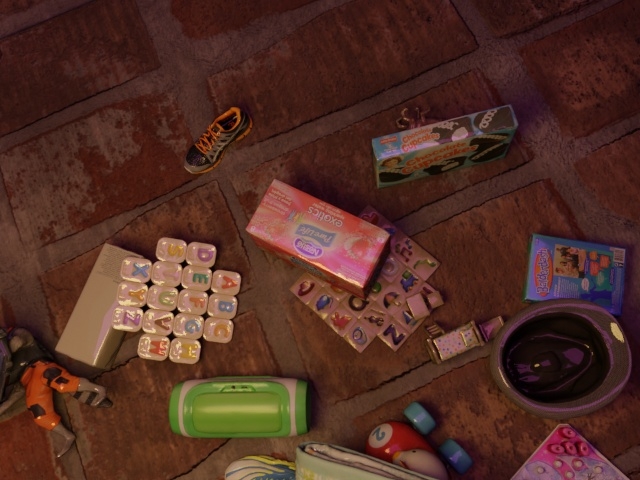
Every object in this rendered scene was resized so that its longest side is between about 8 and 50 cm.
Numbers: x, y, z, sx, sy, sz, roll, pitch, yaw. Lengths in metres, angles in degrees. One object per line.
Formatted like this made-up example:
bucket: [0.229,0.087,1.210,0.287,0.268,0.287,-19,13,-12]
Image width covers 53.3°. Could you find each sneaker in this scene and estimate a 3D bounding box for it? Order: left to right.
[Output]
sneaker: [-0.268,-0.260,1.616,0.084,0.083,0.215,41,83,14]
sneaker: [-0.094,0.508,1.348,0.239,0.126,0.091,4,74,6]

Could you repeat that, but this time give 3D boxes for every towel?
towel: [0.102,0.566,1.162,0.374,0.090,0.321,6,96,37]

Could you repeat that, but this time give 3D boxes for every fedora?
fedora: [0.503,0.255,1.363,0.275,0.124,0.244,-24,70,7]

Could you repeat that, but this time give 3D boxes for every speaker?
speaker: [-0.172,0.366,1.399,0.296,0.131,0.131,-2,73,5]

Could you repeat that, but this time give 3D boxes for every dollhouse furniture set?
dollhouse furniture set: [0.304,0.165,1.413,0.181,0.101,0.161,-23,79,-2]

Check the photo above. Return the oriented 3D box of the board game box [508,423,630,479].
board game box: [0.524,0.646,1.285,0.390,0.050,0.390,43,82,16]

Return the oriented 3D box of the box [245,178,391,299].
box: [0.000,0.000,1.464,0.299,0.154,0.142,26,78,12]

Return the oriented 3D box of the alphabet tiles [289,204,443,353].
alphabet tiles: [0.105,0.086,1.513,0.342,0.011,0.285,41,82,15]

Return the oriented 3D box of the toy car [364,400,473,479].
toy car: [0.179,0.457,1.277,0.219,0.238,0.210,-42,74,-7]

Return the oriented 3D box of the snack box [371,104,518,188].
snack box: [0.281,-0.213,1.491,0.321,0.187,0.060,-14,73,2]

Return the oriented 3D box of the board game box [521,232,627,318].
board game box: [0.574,0.079,1.448,0.210,0.047,0.160,10,75,8]

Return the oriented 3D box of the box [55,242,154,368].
box: [-0.504,0.155,1.511,0.113,0.094,0.275,20,77,11]

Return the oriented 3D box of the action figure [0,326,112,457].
action figure: [-0.659,0.330,1.449,0.330,0.178,0.341,41,123,6]

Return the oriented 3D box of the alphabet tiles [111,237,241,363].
alphabet tiles: [-0.332,0.139,1.483,0.277,0.021,0.284,10,78,-12]

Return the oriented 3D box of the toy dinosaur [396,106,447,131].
toy dinosaur: [0.229,-0.279,1.586,0.183,0.053,0.093,-32,75,-4]
